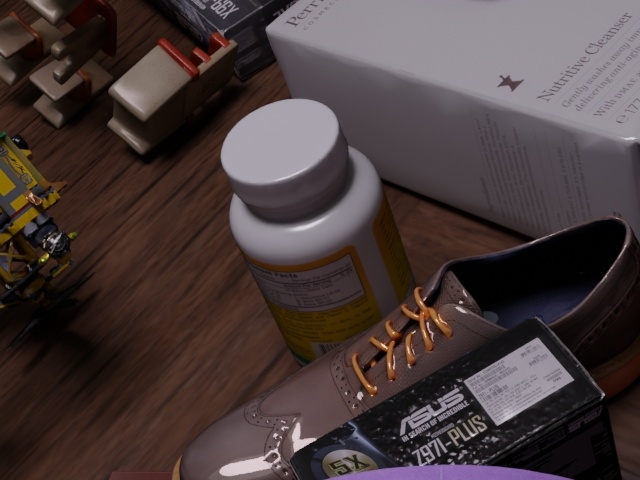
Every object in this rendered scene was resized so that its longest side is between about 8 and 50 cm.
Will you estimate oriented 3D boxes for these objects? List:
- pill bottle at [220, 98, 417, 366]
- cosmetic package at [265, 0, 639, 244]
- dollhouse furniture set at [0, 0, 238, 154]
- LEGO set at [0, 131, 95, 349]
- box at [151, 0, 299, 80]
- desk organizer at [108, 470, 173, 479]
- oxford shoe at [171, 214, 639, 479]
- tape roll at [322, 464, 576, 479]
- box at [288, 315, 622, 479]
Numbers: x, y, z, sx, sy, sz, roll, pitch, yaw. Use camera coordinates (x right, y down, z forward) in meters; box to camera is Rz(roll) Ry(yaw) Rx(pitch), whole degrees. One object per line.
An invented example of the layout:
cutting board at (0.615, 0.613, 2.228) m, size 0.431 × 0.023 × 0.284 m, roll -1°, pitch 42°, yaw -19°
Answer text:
pill bottle at (0.000, 0.000, 0.857) m, size 0.117 × 0.208 × 0.118 m, roll -12°, pitch 44°, yaw 12°
cosmetic package at (0.166, -0.140, 0.962) m, size 0.385 × 0.156 × 0.217 m, roll 24°, pitch 59°, yaw 38°
dollhouse furniture set at (-0.227, -0.221, 1.163) m, size 0.259 × 0.262 × 0.135 m, roll 40°, pitch 65°, yaw 8°
LEGO set at (-0.298, 0.087, 0.888) m, size 0.331 × 0.192 × 0.255 m, roll -45°, pitch 10°, yaw -28°
box at (-0.085, -0.342, 1.297) m, size 0.242 × 0.076 × 0.307 m, roll -37°, pitch 53°, yaw -13°
desk organizer at (-0.095, 0.199, 0.820) m, size 0.130 × 0.047 × 0.050 m, roll -3°, pitch 41°, yaw 18°
oxford shoe at (0.059, 0.083, 0.780) m, size 0.363 × 0.133 × 0.130 m, roll -25°, pitch 46°, yaw -12°
tape roll at (0.057, 0.224, 0.564) m, size 0.274 × 0.275 × 0.090 m, roll -11°, pitch 44°, yaw 12°
box at (0.091, 0.156, 0.711) m, size 0.180 × 0.147 × 0.077 m, roll -29°, pitch 43°, yaw -5°
